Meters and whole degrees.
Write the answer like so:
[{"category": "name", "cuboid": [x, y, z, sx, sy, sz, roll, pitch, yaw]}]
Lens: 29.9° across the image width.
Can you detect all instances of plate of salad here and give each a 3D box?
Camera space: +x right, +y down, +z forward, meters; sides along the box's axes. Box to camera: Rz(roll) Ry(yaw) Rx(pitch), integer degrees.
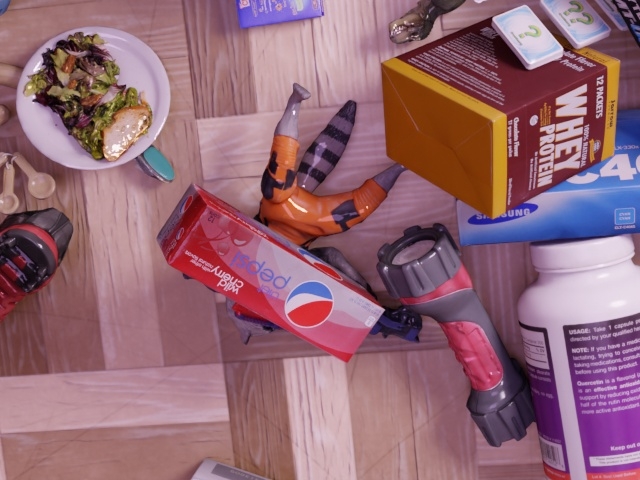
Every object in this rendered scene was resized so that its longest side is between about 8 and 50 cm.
[{"category": "plate of salad", "cuboid": [-0.295, -0.189, 1.550, 0.200, 0.048, 0.199, 0, 76, -2]}]

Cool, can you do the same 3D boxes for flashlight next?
[{"category": "flashlight", "cuboid": [0.176, 0.125, 1.499, 0.103, 0.103, 0.304, -23, 113, 13]}]

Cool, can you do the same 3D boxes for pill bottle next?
[{"category": "pill bottle", "cuboid": [0.346, 0.151, 1.483, 0.182, 0.181, 0.322, -9, 98, 9]}]

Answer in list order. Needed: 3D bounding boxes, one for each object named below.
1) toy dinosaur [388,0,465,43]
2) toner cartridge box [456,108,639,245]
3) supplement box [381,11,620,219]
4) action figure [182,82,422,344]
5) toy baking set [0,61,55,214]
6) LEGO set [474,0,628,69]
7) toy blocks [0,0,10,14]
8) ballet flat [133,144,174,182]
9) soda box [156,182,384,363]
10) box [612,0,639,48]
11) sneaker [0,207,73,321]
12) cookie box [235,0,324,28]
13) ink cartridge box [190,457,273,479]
[{"category": "toy dinosaur", "cuboid": [0.173, -0.358, 1.489, 0.268, 0.064, 0.118, -38, 96, 7]}, {"category": "toner cartridge box", "cuboid": [0.337, -0.082, 1.449, 0.348, 0.165, 0.075, -5, 127, 8]}, {"category": "supplement box", "cuboid": [0.207, -0.151, 1.390, 0.194, 0.191, 0.129, -27, 130, -26]}, {"category": "action figure", "cuboid": [0.000, 0.000, 1.547, 0.341, 0.178, 0.330, 25, 110, -27]}, {"category": "toy baking set", "cuboid": [-0.434, -0.145, 1.578, 0.256, 0.030, 0.196, 20, 77, 6]}, {"category": "LEGO set", "cuboid": [0.251, -0.325, 1.386, 0.183, 0.060, 0.244, -23, 63, -18]}, {"category": "toy blocks", "cuboid": [-0.509, -0.403, 1.494, 0.381, 0.191, 0.261, 42, 135, 0]}, {"category": "ballet flat", "cuboid": [-0.239, -0.117, 1.592, 0.041, 0.041, 0.114, -38, 92, 11]}, {"category": "soda box", "cuboid": [-0.058, 0.040, 1.399, 0.263, 0.092, 0.083, 31, 98, -25]}, {"category": "box", "cuboid": [0.485, -0.285, 1.337, 0.296, 0.073, 0.293, -35, 101, -10]}, {"category": "sneaker", "cuboid": [-0.427, 0.040, 1.610, 0.276, 0.135, 0.097, -32, 107, 34]}, {"category": "cookie box", "cuboid": [-0.055, -0.323, 1.529, 0.107, 0.040, 0.091, -7, 98, 8]}, {"category": "ink cartridge box", "cuboid": [-0.076, 0.528, 1.646, 0.308, 0.091, 0.384, 18, 100, 4]}]
